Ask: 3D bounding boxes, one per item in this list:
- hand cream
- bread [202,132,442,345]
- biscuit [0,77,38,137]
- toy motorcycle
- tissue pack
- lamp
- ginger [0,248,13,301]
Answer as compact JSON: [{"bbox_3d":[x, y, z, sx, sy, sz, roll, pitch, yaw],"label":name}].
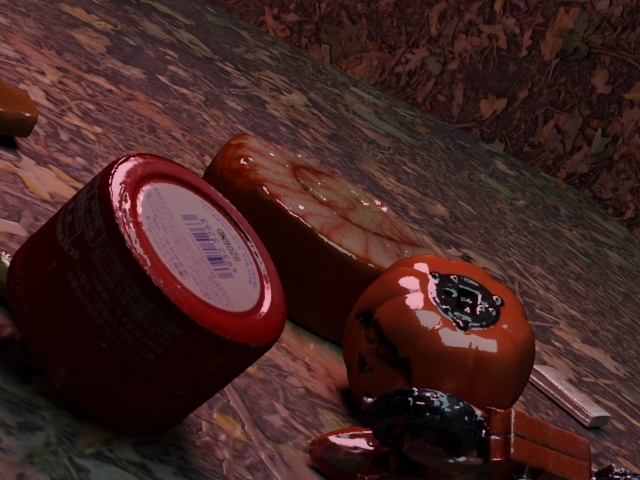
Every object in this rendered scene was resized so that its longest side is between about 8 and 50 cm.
[{"bbox_3d":[-0.130,0.039,1.145,0.193,0.125,0.193,38,29,-25],"label":"hand cream"},{"bbox_3d":[-0.004,-0.002,1.710,0.295,0.114,0.328,22,17,-30],"label":"bread"},{"bbox_3d":[-0.429,-0.174,1.532,0.295,0.044,0.186,24,19,-27],"label":"biscuit"},{"bbox_3d":[0.151,0.201,1.267,0.298,0.171,0.089,23,60,-24],"label":"toy motorcycle"},{"bbox_3d":[0.312,0.196,1.887,0.108,0.023,0.056,40,16,32],"label":"tissue pack"},{"bbox_3d":[0.112,0.113,1.464,0.187,0.164,0.188,13,38,-10],"label":"lamp"},{"bbox_3d":[-0.227,0.044,1.205,0.137,0.044,0.057,34,31,15],"label":"ginger"}]
